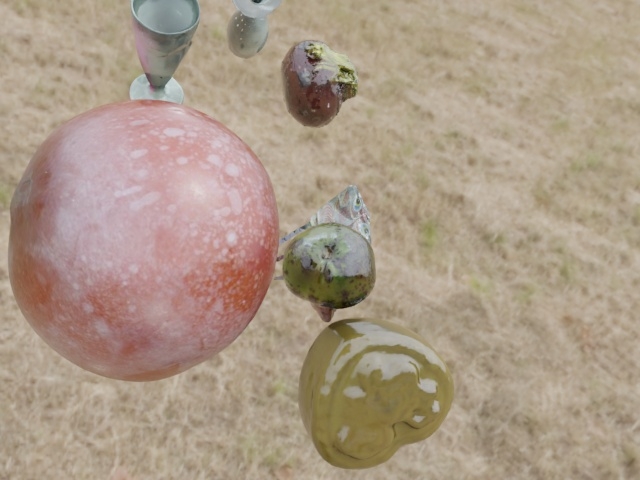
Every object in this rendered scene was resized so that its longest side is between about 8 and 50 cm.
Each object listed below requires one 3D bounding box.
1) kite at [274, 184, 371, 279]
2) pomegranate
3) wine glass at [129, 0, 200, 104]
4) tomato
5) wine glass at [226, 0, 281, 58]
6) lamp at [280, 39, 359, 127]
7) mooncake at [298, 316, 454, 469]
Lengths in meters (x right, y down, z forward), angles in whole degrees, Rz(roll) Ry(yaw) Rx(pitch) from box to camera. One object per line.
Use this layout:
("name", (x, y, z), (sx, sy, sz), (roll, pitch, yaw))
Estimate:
("kite", (0.002, 0.000, 1.478), (0.229, 0.127, 0.016), (-31, 20, -25))
("pomegranate", (0.011, 0.056, 1.211), (0.138, 0.163, 0.125), (11, 20, 8))
("wine glass", (-0.176, -0.204, 0.920), (0.073, 0.155, 0.073), (7, 59, -12))
("tomato", (-0.174, -0.006, 0.787), (0.227, 0.270, 0.270), (21, 30, -32))
("wine glass", (-0.093, -0.288, 1.093), (0.066, 0.066, 0.198), (15, -7, -9))
("lamp", (-0.001, -0.281, 1.497), (0.135, 0.156, 0.157), (-7, 18, -8))
("mooncake", (0.078, 0.224, 1.261), (0.235, 0.234, 0.117), (7, 18, -21))
